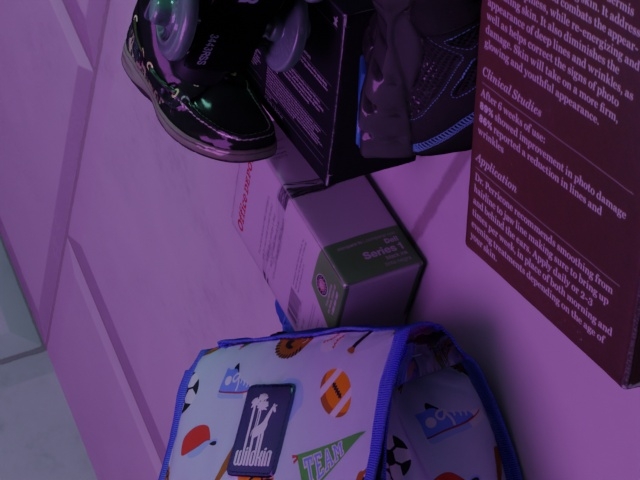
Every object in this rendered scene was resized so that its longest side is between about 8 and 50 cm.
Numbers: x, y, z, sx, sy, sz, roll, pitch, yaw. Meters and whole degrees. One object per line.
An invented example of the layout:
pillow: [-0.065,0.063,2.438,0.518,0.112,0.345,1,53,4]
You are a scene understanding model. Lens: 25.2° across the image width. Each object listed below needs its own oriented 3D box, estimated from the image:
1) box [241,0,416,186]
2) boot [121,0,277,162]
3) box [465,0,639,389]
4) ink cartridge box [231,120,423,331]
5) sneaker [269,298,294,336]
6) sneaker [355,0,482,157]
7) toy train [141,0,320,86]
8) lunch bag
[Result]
box: [-0.006,-0.206,1.311,0.261,0.103,0.184,53,152,39]
boot: [-0.113,-0.195,1.331,0.236,0.085,0.178,46,139,39]
box: [0.200,-0.124,0.866,0.191,0.143,0.381,47,147,46]
ink cartridge box: [0.000,0.000,1.444,0.219,0.093,0.160,59,154,30]
sneaker: [-0.036,0.107,1.607,0.152,0.085,0.058,46,144,48]
sneaker: [0.100,-0.180,1.003,0.341,0.140,0.125,91,-179,-61]
toy train: [-0.055,-0.274,1.131,0.334,0.142,0.190,124,139,-49]
lunch bag: [0.020,0.273,1.347,0.328,0.239,0.385,-10,92,47]
